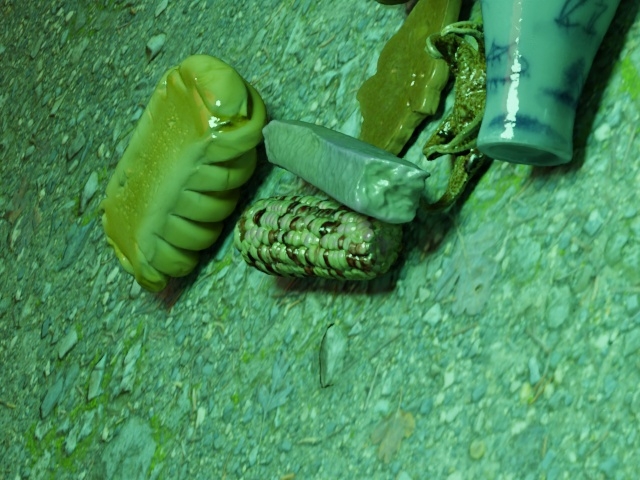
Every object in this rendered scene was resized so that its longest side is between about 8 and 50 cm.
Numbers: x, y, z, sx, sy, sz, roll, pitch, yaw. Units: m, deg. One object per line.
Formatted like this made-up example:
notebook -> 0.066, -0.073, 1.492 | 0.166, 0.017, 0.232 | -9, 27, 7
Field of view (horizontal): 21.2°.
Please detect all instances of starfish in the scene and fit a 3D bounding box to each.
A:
starfish -> 0.135, -0.117, 1.659 | 0.146, 0.074, 0.190 | -148, 62, -76

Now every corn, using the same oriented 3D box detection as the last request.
corn -> 0.000, 0.000, 1.825 | 0.280, 0.092, 0.092 | 7, 74, 58

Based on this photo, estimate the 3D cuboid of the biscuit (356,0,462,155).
biscuit -> 0.097, -0.179, 1.843 | 0.162, 0.035, 0.250 | 39, 107, 59

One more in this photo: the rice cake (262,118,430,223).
rice cake -> 0.017, -0.079, 1.801 | 0.399, 0.070, 0.064 | -147, 68, -71

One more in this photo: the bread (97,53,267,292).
bread -> -0.164, -0.086, 2.120 | 0.311, 0.121, 0.173 | -56, 48, 32

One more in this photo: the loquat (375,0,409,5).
loquat -> 0.093, -0.324, 1.881 | 0.137, 0.113, 0.137 | -32, 39, 30

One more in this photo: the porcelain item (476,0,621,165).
porcelain item -> 0.205, -0.201, 1.567 | 0.141, 0.141, 0.259 | -9, 68, 59
